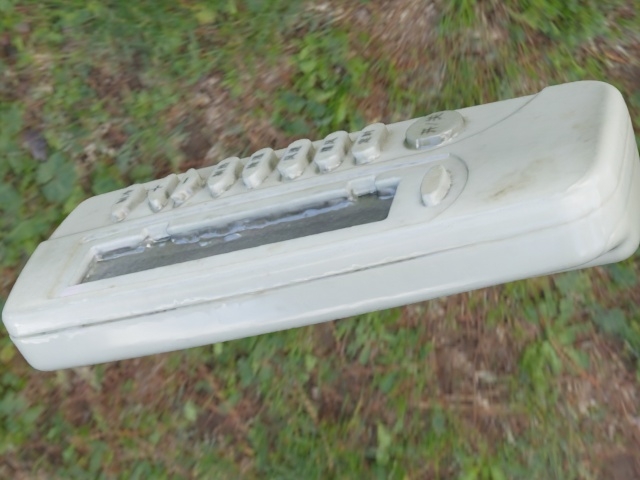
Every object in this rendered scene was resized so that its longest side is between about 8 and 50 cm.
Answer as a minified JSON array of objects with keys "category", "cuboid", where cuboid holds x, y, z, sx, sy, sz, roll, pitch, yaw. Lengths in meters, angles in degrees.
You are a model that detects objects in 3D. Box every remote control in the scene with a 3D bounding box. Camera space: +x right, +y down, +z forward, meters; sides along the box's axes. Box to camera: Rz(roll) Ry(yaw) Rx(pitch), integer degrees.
[{"category":"remote control","cuboid":[-0.001,-0.001,0.545,0.230,0.090,0.049,-11,121,24]}]
